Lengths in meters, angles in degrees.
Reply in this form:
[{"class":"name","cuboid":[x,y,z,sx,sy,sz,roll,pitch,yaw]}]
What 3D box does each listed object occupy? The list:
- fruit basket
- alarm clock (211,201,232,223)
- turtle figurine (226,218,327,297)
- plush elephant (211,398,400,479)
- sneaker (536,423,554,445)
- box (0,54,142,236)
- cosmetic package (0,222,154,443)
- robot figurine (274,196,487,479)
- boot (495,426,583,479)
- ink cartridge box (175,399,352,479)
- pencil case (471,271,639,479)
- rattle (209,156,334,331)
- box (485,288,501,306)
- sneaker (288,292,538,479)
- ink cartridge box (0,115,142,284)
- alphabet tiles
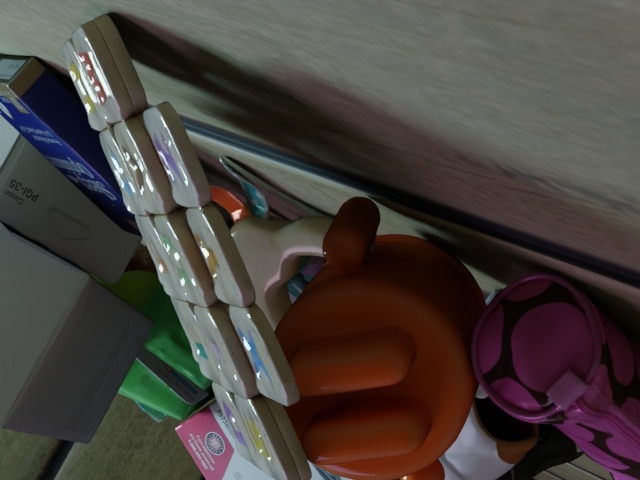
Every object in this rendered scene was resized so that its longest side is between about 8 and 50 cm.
[{"class":"fruit basket","cuboid":[-0.240,0.055,1.832,0.353,0.165,0.327,31,-167,7]},{"class":"alarm clock","cuboid":[-0.079,0.008,1.501,0.129,0.064,0.192,27,170,19]},{"class":"turtle figurine","cuboid":[0.006,0.078,1.356,0.175,0.118,0.234,1,135,39]},{"class":"plush elephant","cuboid":[0.057,0.267,1.958,0.330,0.271,0.255,-27,80,65]},{"class":"sneaker","cuboid":[0.139,0.140,1.565,0.217,0.079,0.121,22,173,-22]},{"class":"box","cuboid":[-0.179,-0.060,1.283,0.225,0.036,0.136,44,168,-23]},{"class":"cosmetic package","cuboid":[-0.294,0.075,1.472,0.197,0.155,0.365,28,174,8]},{"class":"robot figurine","cuboid":[0.039,0.070,0.986,0.158,0.128,0.219,40,-161,0]},{"class":"boot","cuboid":[0.181,0.181,1.718,0.137,0.077,0.198,-13,-119,-36]},{"class":"ink cartridge box","cuboid":[-0.014,0.213,1.773,0.172,0.237,0.100,57,-157,5]},{"class":"pencil case","cuboid":[0.175,0.099,0.953,0.209,0.095,0.098,34,-151,-45]},{"class":"rattle","cuboid":[0.000,0.000,1.217,0.199,0.143,0.130,43,144,10]},{"class":"box","cuboid":[0.192,0.100,1.131,0.186,0.038,0.145,29,173,4]},{"class":"sneaker","cuboid":[0.091,0.102,1.469,0.290,0.123,0.106,45,-150,-15]},{"class":"ink cartridge box","cuboid":[-0.319,-0.082,1.554,0.283,0.117,0.207,23,172,38]},{"class":"alphabet tiles","cuboid":[-0.082,0.008,0.927,0.284,0.021,0.278,66,168,-7]}]
